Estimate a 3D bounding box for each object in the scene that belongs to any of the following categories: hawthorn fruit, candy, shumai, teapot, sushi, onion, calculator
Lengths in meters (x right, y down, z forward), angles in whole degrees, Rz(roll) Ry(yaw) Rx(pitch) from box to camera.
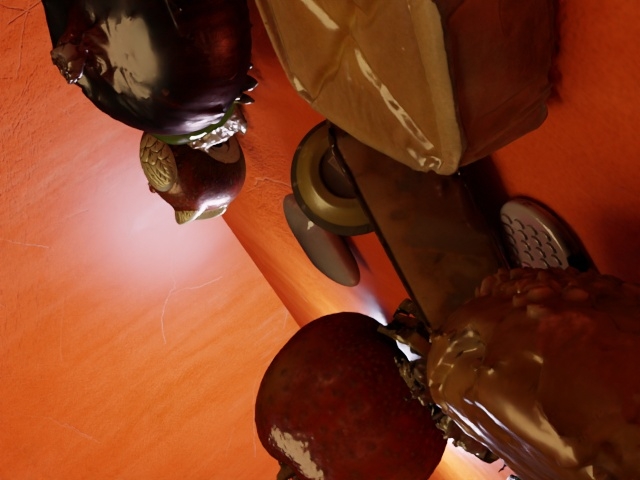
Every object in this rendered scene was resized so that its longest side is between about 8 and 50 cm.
[{"bbox_3d":[0.052,0.370,1.475,0.402,0.403,0.403,50,170,13],"label":"hawthorn fruit"},{"bbox_3d":[0.000,0.000,1.302,0.174,0.071,0.138,59,168,-31],"label":"candy"},{"bbox_3d":[-0.233,-0.251,1.347,0.201,0.120,0.201,50,173,9],"label":"shumai"},{"bbox_3d":[0.045,-0.054,0.774,0.165,0.130,0.119,57,-175,6],"label":"teapot"},{"bbox_3d":[0.186,0.208,1.051,0.291,0.131,0.139,48,171,-22],"label":"sushi"},{"bbox_3d":[-0.231,-0.274,0.894,0.314,0.232,0.313,22,129,30],"label":"onion"},{"bbox_3d":[0.206,0.031,0.640,0.103,0.024,0.165,35,158,57],"label":"calculator"}]

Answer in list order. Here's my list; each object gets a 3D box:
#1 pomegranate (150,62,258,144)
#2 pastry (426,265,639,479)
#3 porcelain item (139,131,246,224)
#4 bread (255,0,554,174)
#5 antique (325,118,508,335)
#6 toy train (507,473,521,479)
[{"bbox_3d":[-0.195,-0.242,1.113,0.225,0.187,0.187,8,142,36],"label":"pomegranate"},{"bbox_3d":[0.223,0.126,0.498,0.311,0.162,0.255,46,163,-30],"label":"pastry"},{"bbox_3d":[-0.288,-0.154,1.525,0.253,0.253,0.253,50,170,13],"label":"porcelain item"},{"bbox_3d":[0.050,-0.153,0.459,0.192,0.110,0.209,36,162,39],"label":"bread"},{"bbox_3d":[0.110,-0.004,0.672,0.310,0.093,0.087,59,-166,-30],"label":"antique"},{"bbox_3d":[0.360,0.431,1.159,0.136,0.091,0.227,62,172,4],"label":"toy train"}]
